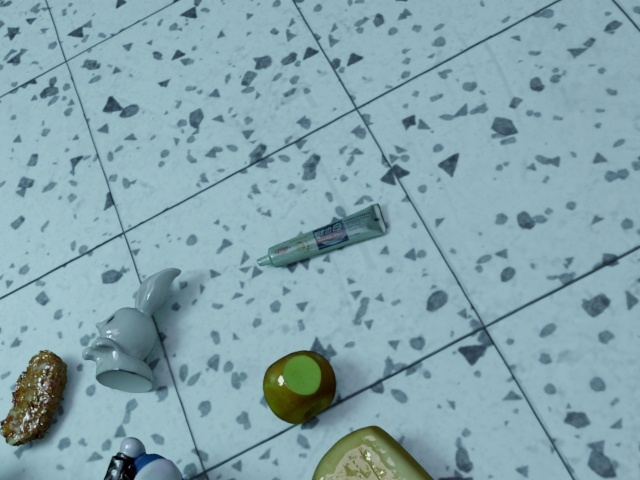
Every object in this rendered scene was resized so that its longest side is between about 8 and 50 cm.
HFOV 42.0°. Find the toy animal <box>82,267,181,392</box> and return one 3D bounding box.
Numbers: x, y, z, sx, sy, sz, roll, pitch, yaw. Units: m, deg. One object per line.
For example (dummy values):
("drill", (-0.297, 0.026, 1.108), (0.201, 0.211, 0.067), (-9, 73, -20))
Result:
("toy animal", (-0.324, 0.136, 1.424), (0.130, 0.104, 0.221), (13, 64, -8))

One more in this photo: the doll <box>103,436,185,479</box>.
("doll", (-0.312, 0.458, 1.191), (0.310, 0.240, 0.284), (-40, 95, -22))

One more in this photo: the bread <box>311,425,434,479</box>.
("bread", (0.092, 0.371, 1.177), (0.147, 0.098, 0.217), (-39, 61, -6))

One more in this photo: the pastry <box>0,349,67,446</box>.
("pastry", (-0.485, 0.276, 1.438), (0.087, 0.063, 0.170), (9, 71, 32))

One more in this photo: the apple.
("apple", (-0.032, 0.228, 1.294), (0.114, 0.099, 0.102), (-15, 65, -20))

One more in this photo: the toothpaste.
("toothpaste", (0.000, 0.000, 1.439), (0.233, 0.038, 0.060), (-20, 63, 4))
